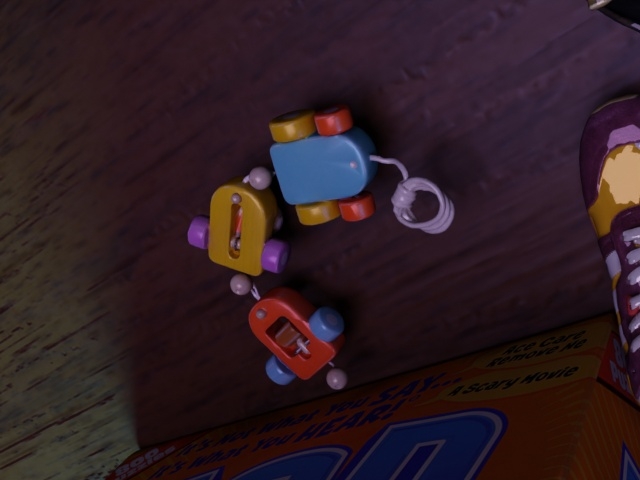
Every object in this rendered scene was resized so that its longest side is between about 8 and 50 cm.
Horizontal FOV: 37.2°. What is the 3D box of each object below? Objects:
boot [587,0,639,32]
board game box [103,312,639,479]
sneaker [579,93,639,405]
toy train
[{"bbox_3d":[0.127,-0.099,0.335,0.236,0.178,0.085,39,122,5],"label":"boot"},{"bbox_3d":[0.022,0.309,0.458,0.357,0.356,0.356,-22,101,30],"label":"board game box"},{"bbox_3d":[0.165,0.025,0.429,0.070,0.084,0.185,-19,103,30],"label":"sneaker"},{"bbox_3d":[0.000,0.000,0.519,0.125,0.046,0.166,40,125,3],"label":"toy train"}]
